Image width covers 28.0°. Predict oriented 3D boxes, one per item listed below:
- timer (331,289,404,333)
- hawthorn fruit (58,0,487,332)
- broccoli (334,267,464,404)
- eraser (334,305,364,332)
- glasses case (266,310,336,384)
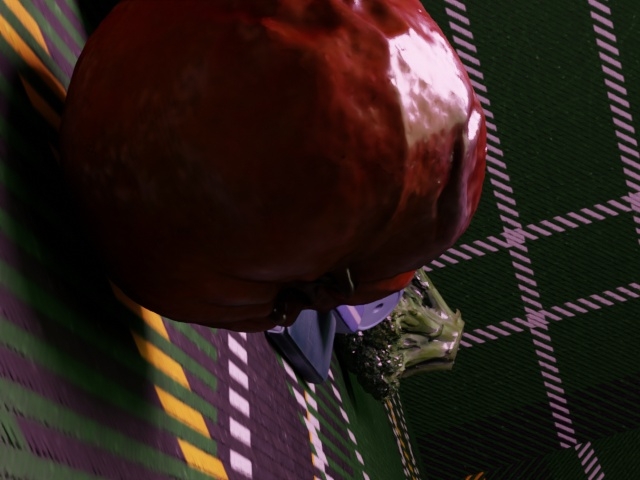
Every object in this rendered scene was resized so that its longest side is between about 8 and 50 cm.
[{"bbox_3d":[0.021,0.001,1.694,0.175,0.175,0.255,66,7,-60],"label":"timer"},{"bbox_3d":[-0.035,-0.086,0.730,0.242,0.242,0.271,62,12,-71],"label":"hawthorn fruit"},{"bbox_3d":[0.122,0.137,2.154,0.261,0.242,0.269,104,4,-59],"label":"broccoli"},{"bbox_3d":[-0.015,0.012,1.543,0.225,0.036,0.082,51,-4,37],"label":"eraser"},{"bbox_3d":[-0.022,0.085,1.462,0.266,0.056,0.105,62,11,-70],"label":"glasses case"}]
